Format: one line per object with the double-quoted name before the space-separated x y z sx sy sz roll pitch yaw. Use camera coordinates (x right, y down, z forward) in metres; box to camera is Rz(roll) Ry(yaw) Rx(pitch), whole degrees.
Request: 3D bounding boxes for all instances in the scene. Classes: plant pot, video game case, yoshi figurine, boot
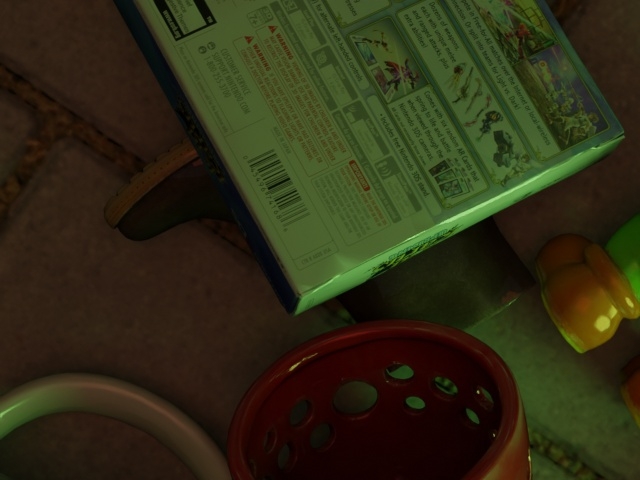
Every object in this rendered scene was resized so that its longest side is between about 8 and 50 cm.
"plant pot" 0.047 0.173 1.171 0.191 0.191 0.174 -12 129 1
"video game case" 0.025 -0.122 1.169 0.244 0.061 0.269 -26 79 -14
"yoshi figurine" 0.332 -0.028 1.204 0.362 0.203 0.203 -36 52 16
"boot" 0.000 0.000 1.221 0.248 0.090 0.207 -27 91 -1

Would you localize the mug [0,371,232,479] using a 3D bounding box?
"mug" -0.198 0.256 1.174 0.328 0.276 0.374 31 63 6
